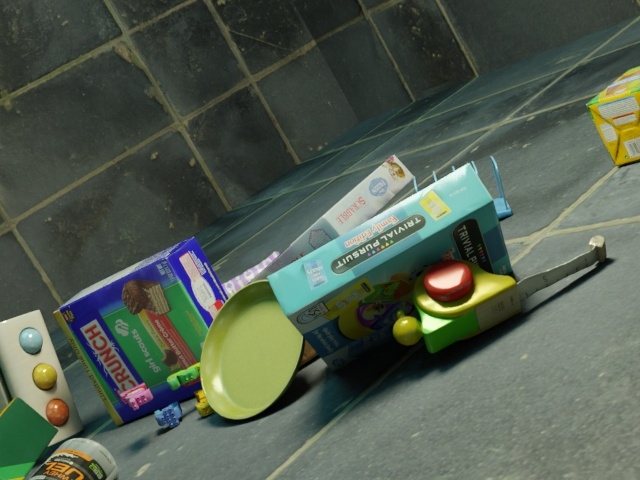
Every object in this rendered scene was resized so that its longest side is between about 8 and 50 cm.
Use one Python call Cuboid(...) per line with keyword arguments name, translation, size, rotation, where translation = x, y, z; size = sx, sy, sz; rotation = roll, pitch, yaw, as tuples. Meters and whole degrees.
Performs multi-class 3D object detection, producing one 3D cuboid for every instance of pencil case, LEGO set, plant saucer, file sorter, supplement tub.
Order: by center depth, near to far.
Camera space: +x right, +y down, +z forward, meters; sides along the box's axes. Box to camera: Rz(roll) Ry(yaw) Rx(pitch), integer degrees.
Cuboid(name="supplement tub", translation=(-0.407, 0.405, 1.581), size=(0.117, 0.117, 0.190), rotation=(-25, 13, 25))
Cuboid(name="plant saucer", translation=(-0.107, 0.185, 1.695), size=(0.241, 0.037, 0.241), rotation=(-21, 57, 36))
Cuboid(name="LEGO set", translation=(-0.234, 0.277, 1.803), size=(0.227, 0.087, 0.093), rotation=(-24, 14, -4))
Cuboid(name="file sorter", translation=(0.272, -0.089, 1.968), size=(0.170, 0.105, 0.118), rotation=(-14, 14, 7))
Cuboid(name="pencil case", translation=(-0.163, 0.101, 2.368), size=(0.206, 0.086, 0.088), rotation=(-30, 45, -8))

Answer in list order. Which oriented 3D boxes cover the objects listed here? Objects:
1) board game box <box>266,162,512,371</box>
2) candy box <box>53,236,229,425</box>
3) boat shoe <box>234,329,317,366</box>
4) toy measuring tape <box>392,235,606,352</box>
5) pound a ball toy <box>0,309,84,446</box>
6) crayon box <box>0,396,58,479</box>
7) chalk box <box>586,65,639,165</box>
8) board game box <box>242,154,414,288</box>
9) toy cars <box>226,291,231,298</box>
Cuboid(name="board game box", translation=(0.116, 0.052, 1.539), size=(0.336, 0.079, 0.254), rotation=(-29, -30, 2))
Cuboid(name="candy box", translation=(-0.324, 0.180, 1.970), size=(0.317, 0.268, 0.122), rotation=(-24, 9, 29))
Cuboid(name="boat shoe", translation=(-0.004, 0.136, 1.816), size=(0.342, 0.123, 0.123), rotation=(-43, -17, -10))
Cuboid(name="toy measuring tape", translation=(0.245, 0.056, 1.457), size=(0.330, 0.121, 0.121), rotation=(-27, 11, -8))
Cuboid(name="pound a ball toy", translation=(-0.615, 0.323, 2.078), size=(0.135, 0.319, 0.208), rotation=(-21, -1, 36))
Cuboid(name="crayon box", translation=(-0.623, 0.466, 1.659), size=(0.363, 0.106, 0.313), rotation=(-46, 9, 14))
Cuboid(name="chalk box", translation=(0.610, -0.249, 1.832), size=(0.213, 0.132, 0.132), rotation=(-38, 14, -35))
Cuboid(name="board game box", translation=(0.000, 0.000, 1.938), size=(0.318, 0.066, 0.318), rotation=(-41, 1, 36))
Cuboid(name="toy cars", translation=(-0.158, 0.160, 2.104), size=(0.176, 0.087, 0.393), rotation=(-34, 12, -20))
